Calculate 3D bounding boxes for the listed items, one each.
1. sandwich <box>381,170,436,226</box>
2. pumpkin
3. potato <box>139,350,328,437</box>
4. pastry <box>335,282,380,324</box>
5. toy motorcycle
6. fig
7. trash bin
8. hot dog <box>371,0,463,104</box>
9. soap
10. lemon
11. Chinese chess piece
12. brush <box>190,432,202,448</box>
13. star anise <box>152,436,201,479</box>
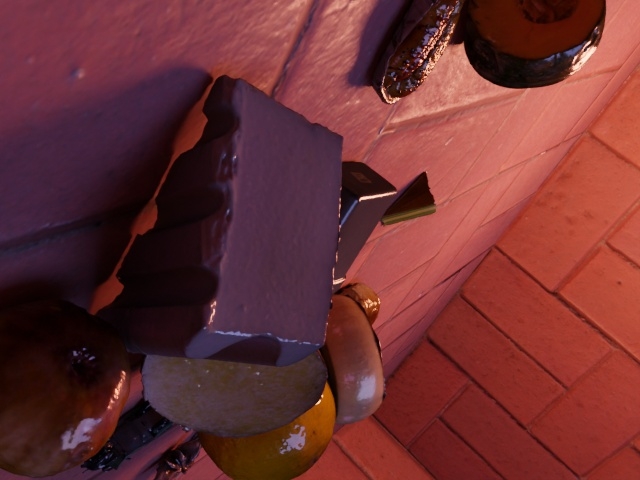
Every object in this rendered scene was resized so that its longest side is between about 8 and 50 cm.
[{"bbox_3d":[0.174,-0.084,1.395,0.117,0.074,0.074,-15,163,5],"label":"sandwich"},{"bbox_3d":[0.300,-0.358,0.972,0.139,0.190,0.280,35,54,-72],"label":"pumpkin"},{"bbox_3d":[-0.131,0.168,0.971,0.239,0.116,0.299,-39,131,8],"label":"potato"},{"bbox_3d":[0.057,0.189,1.572,0.182,0.093,0.192,-14,144,-56],"label":"pastry"},{"bbox_3d":[-0.297,0.308,1.058,0.173,0.058,0.100,-32,163,-45],"label":"toy motorcycle"},{"bbox_3d":[-0.300,0.166,0.648,0.257,0.159,0.159,-35,168,21],"label":"fig"},{"bbox_3d":[0.000,0.000,1.019,0.177,0.101,0.236,-13,140,-59],"label":"trash bin"},{"bbox_3d":[0.127,-0.251,0.841,0.099,0.053,0.192,-30,158,-53],"label":"hot dog"},{"bbox_3d":[-0.120,0.000,0.727,0.159,0.257,0.302,12,167,-37],"label":"soap"},{"bbox_3d":[-0.098,0.307,1.207,0.260,0.260,0.284,-50,144,9],"label":"lemon"},{"bbox_3d":[0.033,0.235,1.345,0.104,0.257,0.257,-13,150,-19],"label":"Chinese chess piece"},{"bbox_3d":[-0.154,0.344,1.468,0.327,0.065,0.070,-49,160,2],"label":"brush"},{"bbox_3d":[-0.301,0.463,1.382,0.129,0.056,0.124,-30,157,-44],"label":"star anise"}]
